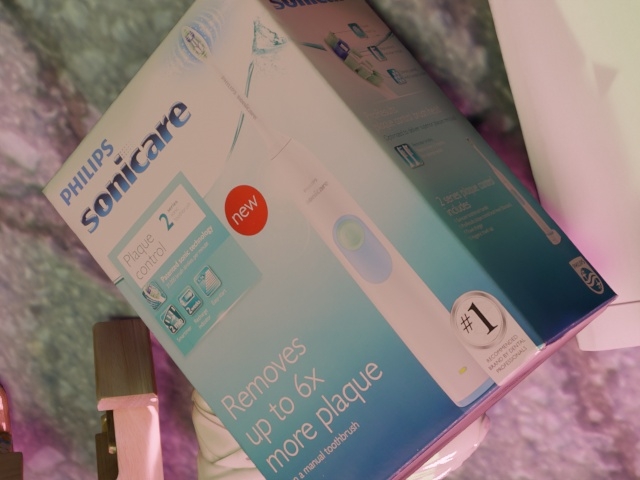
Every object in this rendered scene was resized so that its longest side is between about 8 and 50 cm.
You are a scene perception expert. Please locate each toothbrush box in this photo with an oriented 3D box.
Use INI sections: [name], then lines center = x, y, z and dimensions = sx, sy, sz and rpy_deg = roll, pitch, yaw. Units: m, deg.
[toothbrush box]
center = 0.000, 0.000, 0.950
dimensions = 0.216, 0.126, 0.295
rpy_deg = -45, 77, 30

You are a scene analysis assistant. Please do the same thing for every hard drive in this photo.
[hard drive]
center = 0.231, -0.109, 0.910
dimensions = 0.233, 0.047, 0.353
rpy_deg = -9, 111, 22

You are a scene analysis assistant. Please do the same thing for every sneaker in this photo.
[sneaker]
center = 0.003, 0.124, 1.075
dimensions = 0.232, 0.090, 0.115
rpy_deg = -9, 108, 21

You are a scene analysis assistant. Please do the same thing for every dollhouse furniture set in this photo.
[dollhouse furniture set]
center = -0.239, 0.163, 1.108
dimensions = 0.242, 0.212, 0.161
rpy_deg = -5, 117, -8
